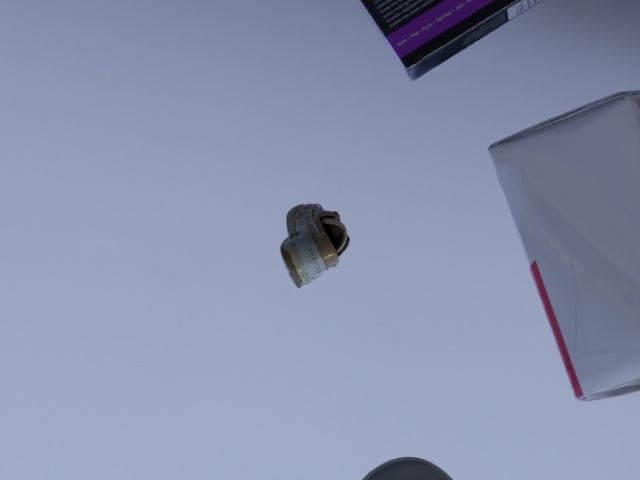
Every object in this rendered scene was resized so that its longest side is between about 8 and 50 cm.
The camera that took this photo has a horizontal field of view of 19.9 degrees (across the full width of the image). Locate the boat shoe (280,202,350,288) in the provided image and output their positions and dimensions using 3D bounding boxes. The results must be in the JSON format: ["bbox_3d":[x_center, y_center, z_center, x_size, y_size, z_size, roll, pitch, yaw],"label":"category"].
[{"bbox_3d":[0.000,0.000,1.423,0.045,0.050,0.135,-21,-162,10],"label":"boat shoe"}]

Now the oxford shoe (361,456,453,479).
[{"bbox_3d":[0.054,0.386,1.639,0.169,0.130,0.449,23,-126,-2],"label":"oxford shoe"}]

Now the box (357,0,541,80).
[{"bbox_3d":[0.064,-0.198,1.171,0.162,0.116,0.029,58,180,17],"label":"box"}]

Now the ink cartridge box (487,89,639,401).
[{"bbox_3d":[0.252,-0.004,1.427,0.117,0.207,0.283,-21,177,22],"label":"ink cartridge box"}]
